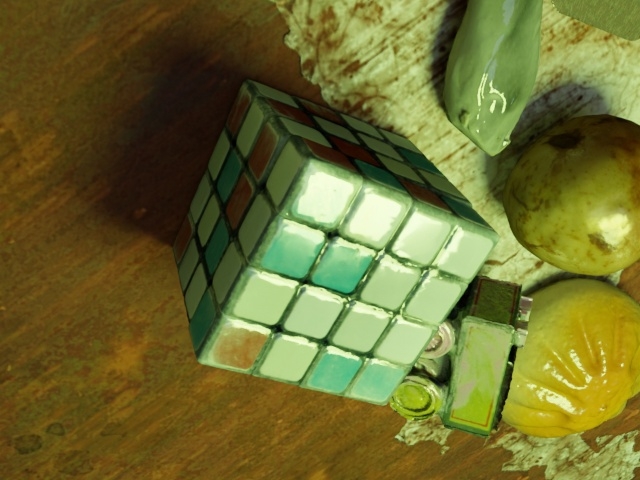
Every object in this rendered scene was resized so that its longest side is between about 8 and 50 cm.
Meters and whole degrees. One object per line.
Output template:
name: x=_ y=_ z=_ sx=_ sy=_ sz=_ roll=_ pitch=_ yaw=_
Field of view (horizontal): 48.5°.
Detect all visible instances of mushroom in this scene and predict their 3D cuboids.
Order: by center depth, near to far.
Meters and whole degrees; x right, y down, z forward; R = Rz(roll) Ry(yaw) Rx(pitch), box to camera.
mushroom: x=0.209 y=-0.265 z=0.838 sx=0.109 sy=0.097 sz=0.351 roll=-7 pitch=118 yaw=-18

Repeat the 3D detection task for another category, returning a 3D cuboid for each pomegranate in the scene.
pomegranate: x=0.359 y=-0.052 z=0.944 sx=0.215 sy=0.215 sz=0.215 roll=-9 pitch=123 yaw=-14

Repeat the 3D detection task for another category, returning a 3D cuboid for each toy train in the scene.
toy train: x=0.196 y=0.165 z=1.036 sx=0.178 sy=0.134 sz=0.260 roll=13 pitch=123 yaw=14

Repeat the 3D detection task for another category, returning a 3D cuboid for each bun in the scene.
bun: x=0.415 y=0.216 z=1.158 sx=0.299 sy=0.164 sz=0.298 roll=-8 pitch=122 yaw=-12

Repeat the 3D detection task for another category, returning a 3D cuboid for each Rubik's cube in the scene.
Rubik's cube: x=-0.001 y=0.000 z=0.829 sx=0.256 sy=0.253 sz=0.259 roll=17 pitch=115 yaw=-27

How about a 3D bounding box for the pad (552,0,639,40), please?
pad: x=0.404 y=-0.392 z=0.877 sx=0.176 sy=0.002 sz=0.266 roll=11 pitch=116 yaw=-24
